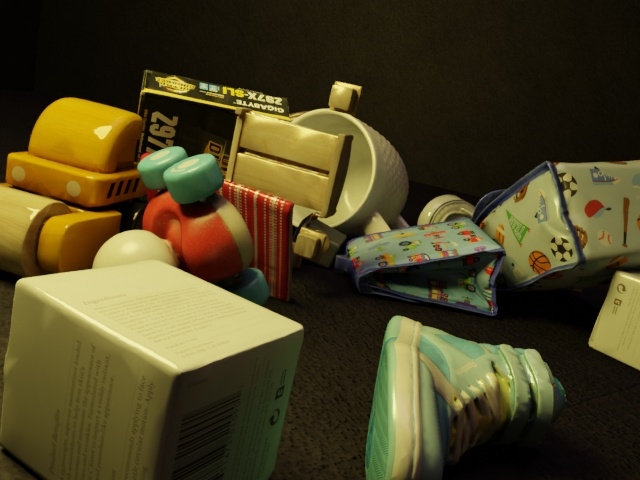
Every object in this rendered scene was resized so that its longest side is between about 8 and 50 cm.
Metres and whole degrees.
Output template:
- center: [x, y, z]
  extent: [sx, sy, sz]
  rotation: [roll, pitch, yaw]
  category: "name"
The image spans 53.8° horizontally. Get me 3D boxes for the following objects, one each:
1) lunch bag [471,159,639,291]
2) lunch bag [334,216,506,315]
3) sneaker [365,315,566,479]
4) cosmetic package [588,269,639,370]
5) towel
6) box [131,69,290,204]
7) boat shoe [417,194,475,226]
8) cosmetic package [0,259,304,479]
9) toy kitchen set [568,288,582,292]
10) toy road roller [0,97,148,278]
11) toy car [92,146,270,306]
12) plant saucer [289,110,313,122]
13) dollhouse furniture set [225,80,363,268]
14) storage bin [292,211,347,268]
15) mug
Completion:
- center: [0.501, -0.011, 1.282]
  extent: [0.327, 0.239, 0.385]
  rotation: [-3, -19, -16]
  category: "lunch bag"
- center: [0.174, 0.041, 1.227]
  extent: [0.293, 0.138, 0.221]
  rotation: [2, 17, -5]
  category: "lunch bag"
- center: [0.158, 0.170, 0.641]
  extent: [0.208, 0.127, 0.319]
  rotation: [12, 14, 6]
  category: "sneaker"
- center: [0.678, 0.179, 1.015]
  extent: [0.217, 0.156, 0.385]
  rotation: [2, 18, -36]
  category: "cosmetic package"
- center: [-0.164, -0.022, 1.004]
  extent: [0.274, 0.199, 0.031]
  rotation: [19, 42, 19]
  category: "towel"
- center: [-0.224, -0.144, 1.189]
  extent: [0.257, 0.322, 0.079]
  rotation: [10, 44, -17]
  category: "box"
- center: [0.391, -0.004, 1.559]
  extent: [0.367, 0.136, 0.156]
  rotation: [20, 10, -48]
  category: "boat shoe"
- center: [-0.139, 0.120, 0.521]
  extent: [0.183, 0.151, 0.151]
  rotation: [21, 16, 29]
  category: "cosmetic package"
- center: [0.594, 0.077, 1.536]
  extent: [0.083, 0.068, 0.075]
  rotation: [13, 13, 4]
  category: "toy kitchen set"
- center: [-0.396, -0.093, 0.975]
  extent: [0.202, 0.241, 0.329]
  rotation: [14, 13, 11]
  category: "toy road roller"
- center: [-0.230, 0.023, 0.859]
  extent: [0.238, 0.219, 0.210]
  rotation: [-31, 28, -24]
  category: "toy car"
- center: [-0.032, -0.241, 1.660]
  extent: [0.277, 0.041, 0.278]
  rotation: [-7, -26, -4]
  category: "plant saucer"
- center: [-0.092, -0.124, 1.119]
  extent: [0.303, 0.356, 0.174]
  rotation: [19, 14, 17]
  category: "dollhouse furniture set"
- center: [0.000, 0.000, 1.290]
  extent: [0.091, 0.098, 0.135]
  rotation: [24, 15, 5]
  category: "storage bin"
- center: [0.097, -0.106, 1.509]
  extent: [0.374, 0.276, 0.328]
  rotation: [52, 18, 22]
  category: "mug"
